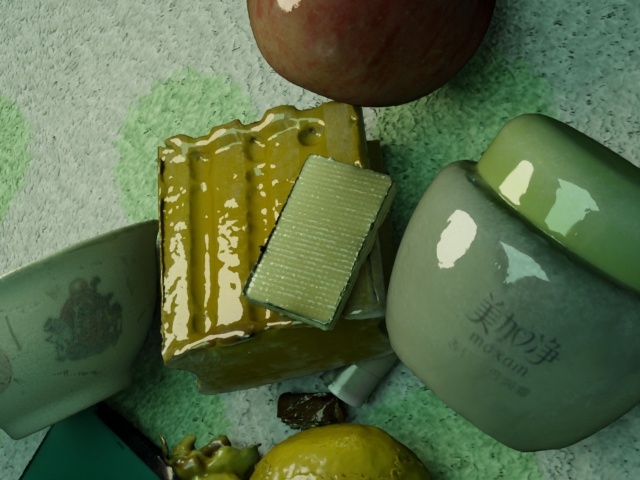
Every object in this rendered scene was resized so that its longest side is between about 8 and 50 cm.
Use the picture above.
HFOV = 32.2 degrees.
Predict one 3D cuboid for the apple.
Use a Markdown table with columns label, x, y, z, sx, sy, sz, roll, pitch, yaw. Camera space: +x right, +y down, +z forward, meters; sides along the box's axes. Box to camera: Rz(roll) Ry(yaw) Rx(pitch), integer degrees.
| label | x | y | z | sx | sy | sz | roll | pitch | yaw |
| --- | --- | --- | --- | --- | --- | --- | --- | --- | --- |
| apple | 0.055 | -0.312 | 1.385 | 0.269 | 0.344 | 0.345 | -45 | 61 | 28 |

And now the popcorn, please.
| label | x | y | z | sx | sy | sz | roll | pitch | yaw |
| --- | --- | --- | --- | --- | --- | --- | --- | --- | --- |
| popcorn | -0.132 | 0.352 | 1.439 | 0.168 | 0.173 | 0.195 | 174 | 101 | -73 |

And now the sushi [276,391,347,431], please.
| label | x | y | z | sx | sy | sz | roll | pitch | yaw |
| --- | --- | --- | --- | --- | --- | --- | --- | --- | --- |
| sushi | -0.011 | 0.225 | 1.460 | 0.120 | 0.052 | 0.055 | -7 | 77 | 29 |

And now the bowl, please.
| label | x | y | z | sx | sy | sz | roll | pitch | yaw |
| --- | --- | --- | --- | --- | --- | --- | --- | --- | --- |
| bowl | -0.380 | 0.149 | 1.526 | 0.434 | 0.435 | 0.196 | -25 | 90 | 24 |

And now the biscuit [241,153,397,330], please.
| label | x | y | z | sx | sy | sz | roll | pitch | yaw |
| --- | --- | --- | --- | --- | --- | --- | --- | --- | --- |
| biscuit | 0.000 | 0.000 | 1.289 | 0.121 | 0.040 | 0.199 | 18 | 69 | 21 |

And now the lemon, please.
| label | x | y | z | sx | sy | sz | roll | pitch | yaw |
| --- | --- | --- | --- | --- | --- | --- | --- | --- | --- |
| lemon | 0.028 | 0.322 | 1.332 | 0.260 | 0.204 | 0.204 | 4 | 82 | 24 |

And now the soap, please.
| label | x | y | z | sx | sy | sz | roll | pitch | yaw |
| --- | --- | --- | --- | --- | --- | --- | --- | --- | --- |
| soap | -0.056 | 0.002 | 1.417 | 0.293 | 0.156 | 0.335 | -15 | 57 | 12 |

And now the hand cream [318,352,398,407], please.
| label | x | y | z | sx | sy | sz | roll | pitch | yaw |
| --- | --- | --- | --- | --- | --- | --- | --- | --- | --- |
| hand cream | 0.114 | 0.070 | 1.413 | 0.111 | 0.070 | 0.312 | 37 | 96 | 42 |

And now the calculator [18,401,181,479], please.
| label | x | y | z | sx | sy | sz | roll | pitch | yaw |
| --- | --- | --- | --- | --- | --- | --- | --- | --- | --- |
| calculator | -0.322 | 0.382 | 1.604 | 0.274 | 0.058 | 0.248 | 32 | 95 | 32 |

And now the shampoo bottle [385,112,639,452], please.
| label | x | y | z | sx | sy | sz | roll | pitch | yaw |
| --- | --- | --- | --- | --- | --- | --- | --- | --- | --- |
| shampoo bottle | 0.238 | 0.049 | 1.197 | 0.322 | 0.322 | 0.317 | 44 | 112 | 29 |

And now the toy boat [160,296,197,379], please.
| label | x | y | z | sx | sy | sz | roll | pitch | yaw |
| --- | --- | --- | --- | --- | --- | --- | --- | --- | --- |
| toy boat | -0.173 | 0.079 | 1.562 | 0.098 | 0.109 | 0.238 | -3 | 71 | 4 |
